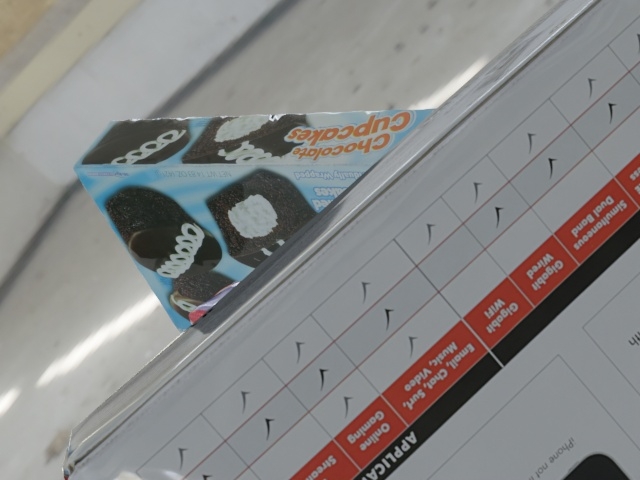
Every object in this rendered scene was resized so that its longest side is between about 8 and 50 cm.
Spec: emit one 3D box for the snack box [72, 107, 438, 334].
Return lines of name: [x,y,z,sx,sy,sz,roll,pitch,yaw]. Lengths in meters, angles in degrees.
snack box: [0.000,0.000,0.859,0.322,0.187,0.060,2,45,34]

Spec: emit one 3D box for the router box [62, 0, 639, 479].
router box: [0.143,0.066,0.393,0.335,0.301,0.082,-41,5,-10]

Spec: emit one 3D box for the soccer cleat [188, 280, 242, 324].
soccer cleat: [-0.042,0.140,0.547,0.095,0.083,0.248,2,-84,-66]
